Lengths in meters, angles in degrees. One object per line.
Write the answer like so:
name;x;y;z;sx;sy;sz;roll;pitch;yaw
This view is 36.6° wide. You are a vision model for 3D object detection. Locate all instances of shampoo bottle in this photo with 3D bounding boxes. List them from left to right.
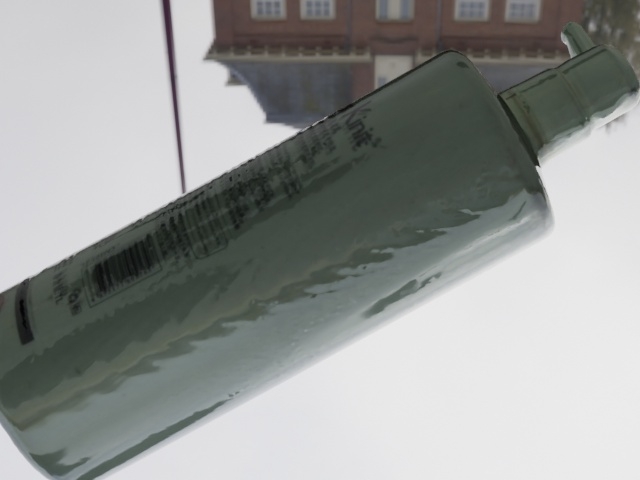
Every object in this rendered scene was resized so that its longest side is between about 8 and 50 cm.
shampoo bottle;0.000;0.000;0.372;0.263;0.085;0.085;-28;-147;5
